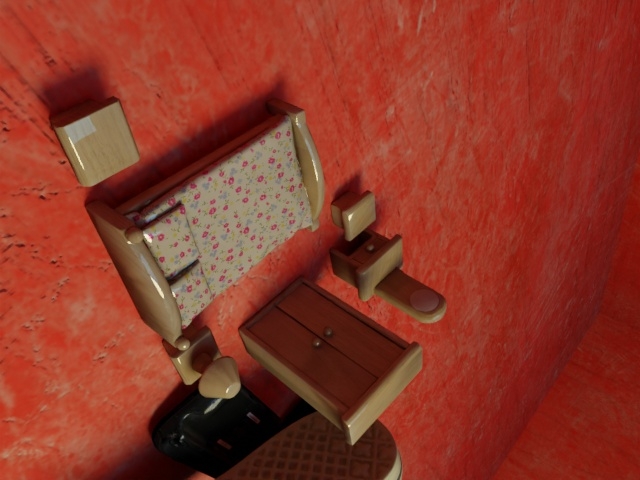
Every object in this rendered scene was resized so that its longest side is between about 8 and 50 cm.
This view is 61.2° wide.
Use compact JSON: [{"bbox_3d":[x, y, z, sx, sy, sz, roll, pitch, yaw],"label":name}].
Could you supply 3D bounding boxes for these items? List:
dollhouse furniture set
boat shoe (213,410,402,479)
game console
[{"bbox_3d":[0.000,0.000,0.491,0.303,0.174,0.355,-39,141,-28],"label":"dollhouse furniture set"},{"bbox_3d":[-0.124,0.341,0.532,0.500,0.187,0.156,-20,128,-32],"label":"boat shoe"},{"bbox_3d":[-0.077,0.256,0.694,0.213,0.044,0.361,-48,145,-16],"label":"game console"}]
